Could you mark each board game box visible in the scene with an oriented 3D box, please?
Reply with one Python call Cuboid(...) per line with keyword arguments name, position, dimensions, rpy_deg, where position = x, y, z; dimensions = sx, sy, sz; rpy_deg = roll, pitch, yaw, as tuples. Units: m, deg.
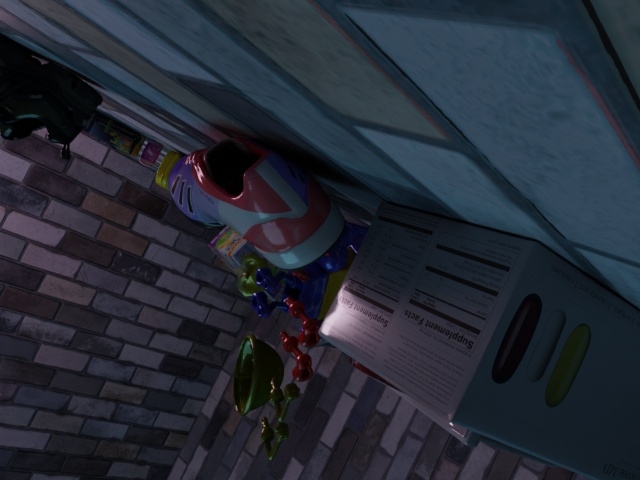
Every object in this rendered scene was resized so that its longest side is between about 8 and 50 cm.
Cuboid(name="board game box", position=(-0.109, 0.020, 1.363), dimensions=(0.144, 0.142, 0.275), rpy_deg=(48, 169, -15))
Cuboid(name="board game box", position=(-0.440, -0.224, 1.364), dimensions=(0.141, 0.048, 0.170), rpy_deg=(26, 178, -27))

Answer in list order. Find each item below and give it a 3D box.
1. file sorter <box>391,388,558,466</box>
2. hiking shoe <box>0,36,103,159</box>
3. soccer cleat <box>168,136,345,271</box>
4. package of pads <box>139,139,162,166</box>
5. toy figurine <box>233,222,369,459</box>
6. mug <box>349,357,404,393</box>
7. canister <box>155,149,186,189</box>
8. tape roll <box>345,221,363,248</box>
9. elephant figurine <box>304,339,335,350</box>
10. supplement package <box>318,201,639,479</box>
Cuboid(name="file sorter", position=(0.232, 0.168, 0.961), dimensions=(0.173, 0.193, 0.277), rpy_deg=(24, 178, -22))
Cuboid(name="hiking shoe", position=(-0.400, -0.191, 0.865), dimensions=(0.227, 0.114, 0.086), rpy_deg=(26, 177, 10))
Cuboid(name="soccer cleat", position=(-0.095, -0.067, 0.716), dimensions=(0.318, 0.108, 0.116), rpy_deg=(28, 157, 54))
Cuboid(name="package of pads", position=(-0.338, -0.172, 1.347), dimensions=(0.032, 0.050, 0.083), rpy_deg=(27, 178, -16))
Cuboid(name="toy figurine", position=(0.017, 0.104, 0.948), dimensions=(0.217, 0.363, 0.191), rpy_deg=(-5, -151, -33))
Cuboid(name="mug", position=(0.102, 0.086, 0.797), dimensions=(0.113, 0.169, 0.150), rpy_deg=(25, 178, 35))
Cuboid(name="canister", position=(-0.218, -0.102, 1.315), dimensions=(0.170, 0.073, 0.126), rpy_deg=(25, 177, 5))
Cuboid(name="tape roll", position=(0.000, 0.000, 1.110), dimensions=(0.189, 0.080, 0.189), rpy_deg=(26, 177, 2))
Cuboid(name="elephant figurine", position=(0.063, 0.144, 1.194), dimensions=(0.169, 0.186, 0.239), rpy_deg=(-10, -161, -10))
Cuboid(name="supplement package", position=(0.172, 0.097, 0.620), dimensions=(0.262, 0.145, 0.204), rpy_deg=(27, 177, -30))
